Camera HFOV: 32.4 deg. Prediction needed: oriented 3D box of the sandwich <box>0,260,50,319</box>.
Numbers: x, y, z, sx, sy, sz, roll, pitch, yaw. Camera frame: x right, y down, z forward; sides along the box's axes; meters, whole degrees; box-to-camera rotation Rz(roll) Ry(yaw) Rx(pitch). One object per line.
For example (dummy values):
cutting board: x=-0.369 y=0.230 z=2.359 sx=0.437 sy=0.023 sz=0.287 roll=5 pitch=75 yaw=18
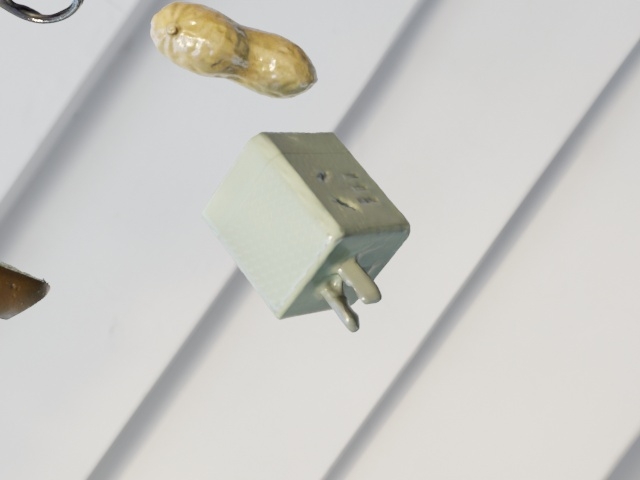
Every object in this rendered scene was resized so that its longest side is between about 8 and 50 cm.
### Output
sandwich: x=-0.491 y=0.060 z=1.544 sx=0.090 sy=0.088 sz=0.244 roll=17 pitch=172 yaw=41

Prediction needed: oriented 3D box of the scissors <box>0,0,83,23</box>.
scissors: x=-0.382 y=-0.271 z=1.124 sx=0.300 sy=0.109 sz=0.022 roll=3 pitch=-143 yaw=17

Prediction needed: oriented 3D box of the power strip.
power strip: x=0.000 y=0.000 z=1.212 sx=0.140 sy=0.139 sz=0.224 roll=-6 pitch=-130 yaw=-51

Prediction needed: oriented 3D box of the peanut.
peanut: x=-0.126 y=-0.278 z=1.643 sx=0.263 sy=0.101 sz=0.117 roll=18 pitch=-147 yaw=-21
